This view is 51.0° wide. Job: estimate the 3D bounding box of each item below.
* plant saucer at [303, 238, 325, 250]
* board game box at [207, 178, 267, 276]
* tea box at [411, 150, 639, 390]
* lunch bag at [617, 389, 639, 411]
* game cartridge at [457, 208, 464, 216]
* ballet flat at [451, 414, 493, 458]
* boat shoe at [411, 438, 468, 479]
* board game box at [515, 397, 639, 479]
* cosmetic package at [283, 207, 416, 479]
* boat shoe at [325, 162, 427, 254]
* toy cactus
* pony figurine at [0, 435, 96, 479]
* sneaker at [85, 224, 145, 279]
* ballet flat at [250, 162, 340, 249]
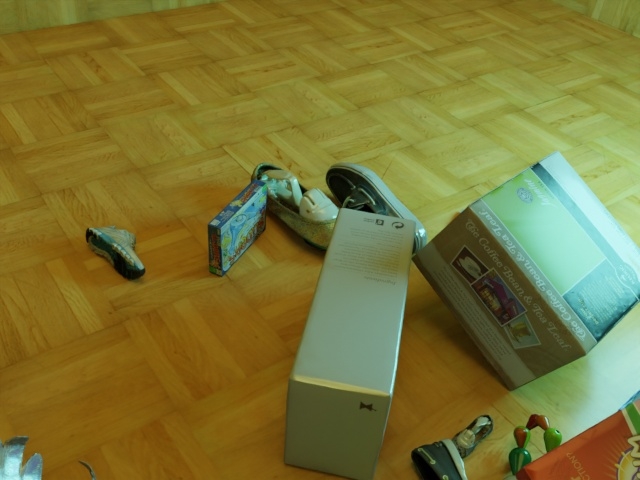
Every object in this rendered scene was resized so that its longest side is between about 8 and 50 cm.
[{"bbox_3d":[0.000,0.000,1.588,0.083,0.015,0.083,3,38,-3],"label":"plant saucer"},{"bbox_3d":[-0.184,-0.031,1.505,0.035,0.136,0.201,19,41,17],"label":"board game box"},{"bbox_3d":[0.423,0.054,1.326,0.323,0.220,0.329,-27,76,-36],"label":"tea box"},{"bbox_3d":[0.748,0.320,1.133,0.327,0.239,0.385,-25,32,-32],"label":"lunch bag"},{"bbox_3d":[0.372,-0.048,1.699,0.055,0.017,0.083,19,40,21],"label":"game cartridge"},{"bbox_3d":[0.266,0.341,1.182,0.114,0.041,0.041,-28,50,-35],"label":"ballet flat"},{"bbox_3d":[0.210,0.415,1.055,0.068,0.081,0.228,-7,33,-12],"label":"boat shoe"},{"bbox_3d":[0.482,0.360,0.953,0.316,0.064,0.242,-26,61,-10],"label":"board game box"},{"bbox_3d":[0.062,0.167,1.221,0.161,0.230,0.453,10,38,6],"label":"cosmetic package"},{"bbox_3d":[0.108,-0.078,1.614,0.119,0.121,0.335,-20,48,-35],"label":"boat shoe"},{"bbox_3d":[0.350,0.389,1.088,0.180,0.112,0.219,-32,34,-1],"label":"toy cactus"},{"bbox_3d":[-0.291,0.439,0.808,0.363,0.303,0.351,0,63,14],"label":"pony figurine"},{"bbox_3d":[-0.431,0.014,1.472,0.190,0.071,0.082,35,41,31],"label":"sneaker"},{"bbox_3d":[-0.047,-0.089,1.593,0.123,0.123,0.348,-27,45,-34],"label":"ballet flat"}]
